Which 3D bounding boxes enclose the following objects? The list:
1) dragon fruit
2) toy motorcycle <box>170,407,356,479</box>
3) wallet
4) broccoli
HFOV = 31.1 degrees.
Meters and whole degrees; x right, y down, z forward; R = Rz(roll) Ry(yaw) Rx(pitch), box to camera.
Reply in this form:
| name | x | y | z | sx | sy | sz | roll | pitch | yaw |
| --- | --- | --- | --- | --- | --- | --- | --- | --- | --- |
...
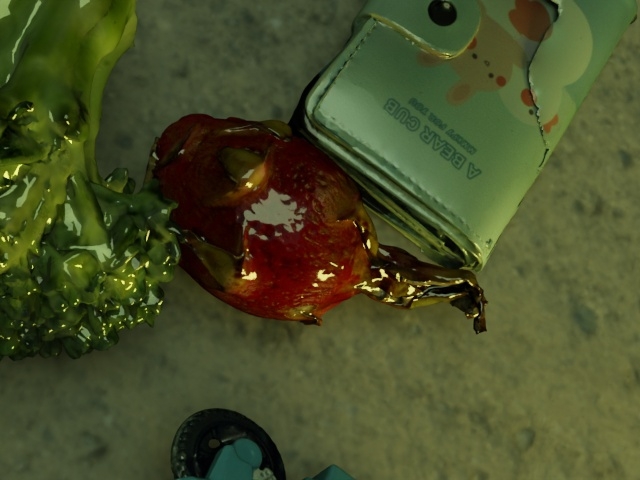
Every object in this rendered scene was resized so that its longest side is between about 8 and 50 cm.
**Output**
| name | x | y | z | sx | sy | sz | roll | pitch | yaw |
| --- | --- | --- | --- | --- | --- | --- | --- | --- | --- |
| dragon fruit | 0.000 | 0.000 | 0.748 | 0.246 | 0.125 | 0.125 | 23 | 67 | -11 |
| toy motorcycle | 0.009 | 0.222 | 0.659 | 0.272 | 0.123 | 0.182 | 37 | 40 | -10 |
| wallet | 0.105 | -0.123 | 0.832 | 0.176 | 0.075 | 0.250 | 37 | 70 | -6 |
| broccoli | -0.211 | -0.068 | 0.672 | 0.245 | 0.248 | 0.288 | -55 | 134 | -26 |
